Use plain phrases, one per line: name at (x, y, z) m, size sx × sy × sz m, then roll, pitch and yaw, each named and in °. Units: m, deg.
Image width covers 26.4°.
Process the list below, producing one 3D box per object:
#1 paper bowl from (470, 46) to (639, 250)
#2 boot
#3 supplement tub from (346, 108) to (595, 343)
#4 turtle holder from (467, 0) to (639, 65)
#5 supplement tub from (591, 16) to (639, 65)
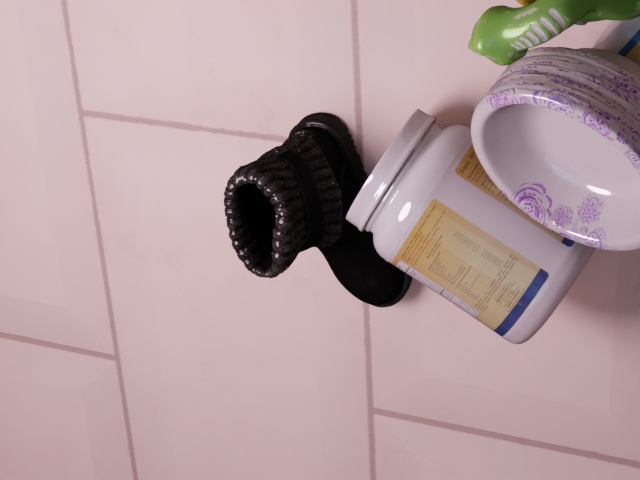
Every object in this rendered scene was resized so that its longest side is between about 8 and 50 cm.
paper bowl at (0.347, -0.131, 1.748) m, size 0.284 × 0.148 × 0.284 m, roll 31°, pitch 154°, yaw 17°
boot at (-0.004, 0.000, 2.059) m, size 0.131 × 0.260 × 0.348 m, roll -19°, pitch 109°, yaw 33°
supplement tub at (0.218, -0.024, 1.960) m, size 0.316 × 0.228 × 0.228 m, roll 34°, pitch 127°, yaw 4°
turtle holder at (0.316, -0.358, 1.682) m, size 0.227 × 0.243 × 0.320 m, roll 2°, pitch 84°, yaw 54°
supplement tub at (0.466, -0.227, 1.773) m, size 0.200 × 0.144 × 0.144 m, roll 39°, pitch 127°, yaw -1°
